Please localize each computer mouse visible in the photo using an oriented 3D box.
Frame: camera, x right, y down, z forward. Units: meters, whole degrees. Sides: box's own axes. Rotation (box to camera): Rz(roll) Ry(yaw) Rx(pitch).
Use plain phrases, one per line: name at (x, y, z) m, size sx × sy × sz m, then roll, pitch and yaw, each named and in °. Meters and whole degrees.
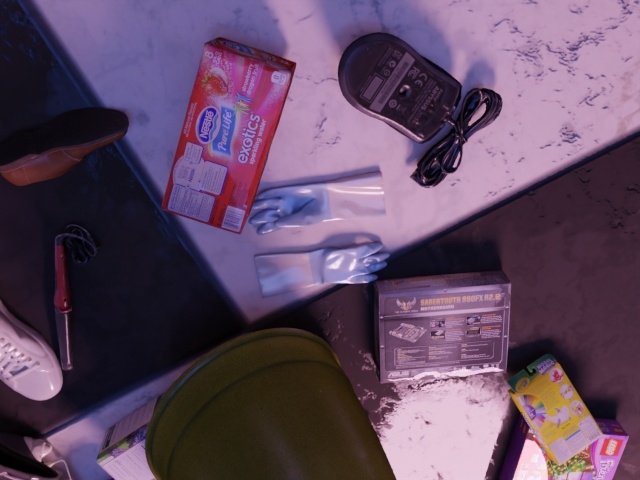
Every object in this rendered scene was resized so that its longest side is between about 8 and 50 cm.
computer mouse at (0.130, -0.218, 1.120) m, size 0.272 × 0.072 × 0.188 m, roll 32°, pitch 105°, yaw -29°

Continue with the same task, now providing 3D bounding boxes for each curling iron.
curling iron at (-0.417, 0.103, 1.223) m, size 0.068 × 0.035 × 0.273 m, roll 10°, pitch 111°, yaw -8°

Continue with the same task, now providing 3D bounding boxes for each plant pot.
plant pot at (-0.035, 0.385, 1.131) m, size 0.367 × 0.353 × 0.366 m, roll -18°, pitch 128°, yaw -25°

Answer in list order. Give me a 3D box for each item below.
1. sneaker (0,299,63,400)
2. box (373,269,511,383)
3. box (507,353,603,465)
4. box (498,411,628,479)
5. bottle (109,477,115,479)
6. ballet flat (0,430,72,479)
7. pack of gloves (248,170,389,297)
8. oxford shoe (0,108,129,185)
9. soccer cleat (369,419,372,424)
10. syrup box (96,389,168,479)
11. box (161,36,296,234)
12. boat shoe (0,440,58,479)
sneaker at (-0.541, 0.174, 1.198) m, size 0.106 × 0.123 × 0.290 m, roll -30°, pitch 113°, yaw 6°
box at (0.211, 0.152, 1.282) m, size 0.231 × 0.056 × 0.183 m, roll -5°, pitch 112°, yaw -3°
box at (0.421, 0.304, 1.334) m, size 0.105 × 0.043 × 0.179 m, roll -32°, pitch 92°, yaw -8°
box at (0.457, 0.477, 1.436) m, size 0.201 × 0.057 × 0.293 m, roll 7°, pitch 112°, yaw -8°
bottle at (-0.303, 0.559, 1.392) m, size 0.118 × 0.092 × 0.283 m, roll -37°, pitch 111°, yaw 7°
ballet flat at (-0.508, 0.409, 1.334) m, size 0.074 × 0.074 × 0.203 m, roll -29°, pitch 106°, yaw 8°
pack of gloves at (0.000, 0.000, 1.208) m, size 0.232 × 0.046 × 0.195 m, roll -9°, pitch 112°, yaw 0°
oxford shoe at (-0.387, -0.141, 1.117) m, size 0.212 × 0.076 × 0.076 m, roll -19°, pitch 143°, yaw 1°
soccer cleat at (0.060, 0.359, 1.372) m, size 0.083 × 0.029 × 0.035 m, roll -35°, pitch 115°, yaw 15°
syrup box at (-0.270, 0.334, 1.300) m, size 0.237 × 0.093 × 0.096 m, roll -34°, pitch 111°, yaw 10°
box at (-0.135, -0.157, 1.085) m, size 0.128 × 0.122 × 0.256 m, roll 17°, pitch 110°, yaw -5°
boat shoe at (-0.583, 0.335, 1.210) m, size 0.095 × 0.112 × 0.335 m, roll -43°, pitch 114°, yaw -4°
